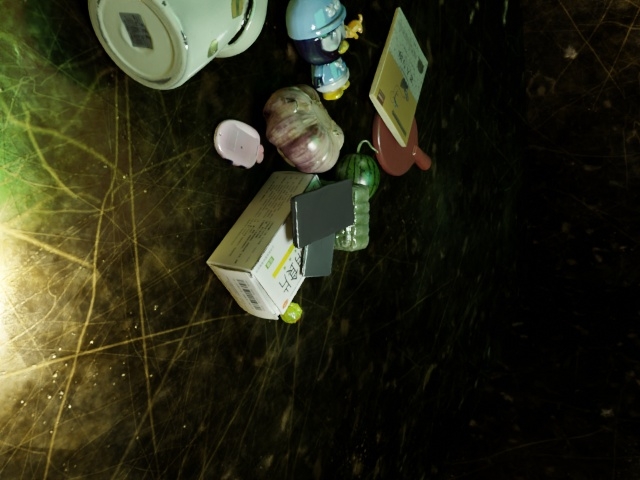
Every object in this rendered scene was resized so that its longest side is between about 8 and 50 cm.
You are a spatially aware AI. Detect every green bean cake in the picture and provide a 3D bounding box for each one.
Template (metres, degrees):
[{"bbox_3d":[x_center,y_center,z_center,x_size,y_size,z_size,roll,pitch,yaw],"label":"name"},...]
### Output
[{"bbox_3d":[0.039,-0.069,1.480,0.094,0.184,0.184,-12,108,-53],"label":"green bean cake"}]

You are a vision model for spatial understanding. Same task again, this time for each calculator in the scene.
[{"bbox_3d":[-0.185,-0.222,1.261,0.166,0.024,0.103,16,84,-55],"label":"calculator"}]

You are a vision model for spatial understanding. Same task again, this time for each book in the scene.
[{"bbox_3d":[0.270,-0.545,1.811,0.269,0.032,0.388,43,56,-47],"label":"book"}]

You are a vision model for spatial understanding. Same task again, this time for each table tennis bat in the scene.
[{"bbox_3d":[0.294,-0.347,1.915,0.415,0.051,0.267,24,76,-54],"label":"table tennis bat"}]

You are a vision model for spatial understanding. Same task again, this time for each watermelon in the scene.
[{"bbox_3d":[0.106,-0.204,1.592,0.141,0.141,0.187,9,86,-56],"label":"watermelon"}]

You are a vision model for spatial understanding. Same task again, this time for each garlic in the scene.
[{"bbox_3d":[-0.053,-0.269,1.329,0.245,0.161,0.244,39,36,-37],"label":"garlic"}]

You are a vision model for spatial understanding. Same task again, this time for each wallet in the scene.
[{"bbox_3d":[0.008,-0.070,1.290,0.244,0.025,0.124,-25,117,-51],"label":"wallet"}]

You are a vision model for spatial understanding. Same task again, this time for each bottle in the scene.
[{"bbox_3d":[-0.226,-0.443,1.002,0.351,0.229,0.229,-56,138,-38],"label":"bottle"}]

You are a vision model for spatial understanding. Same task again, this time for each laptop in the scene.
[{"bbox_3d":[0.000,0.000,1.333,0.129,0.016,0.179,3,94,-57],"label":"laptop"}]

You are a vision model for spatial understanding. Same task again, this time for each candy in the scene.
[{"bbox_3d":[-0.101,0.138,1.447,0.062,0.058,0.193,-75,148,-64],"label":"candy"}]

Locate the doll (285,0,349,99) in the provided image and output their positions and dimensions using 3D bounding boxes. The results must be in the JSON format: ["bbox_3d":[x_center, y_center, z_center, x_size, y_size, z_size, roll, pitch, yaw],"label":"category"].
[{"bbox_3d":[0.004,-0.516,1.373,0.177,0.141,0.314,-60,143,-34],"label":"doll"}]

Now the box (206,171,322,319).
[{"bbox_3d":[-0.107,0.005,1.316,0.332,0.145,0.173,-59,138,-31],"label":"box"}]

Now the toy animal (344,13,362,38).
[{"bbox_3d":[0.083,-0.609,1.543,0.083,0.060,0.081,-13,147,-55],"label":"toy animal"}]
